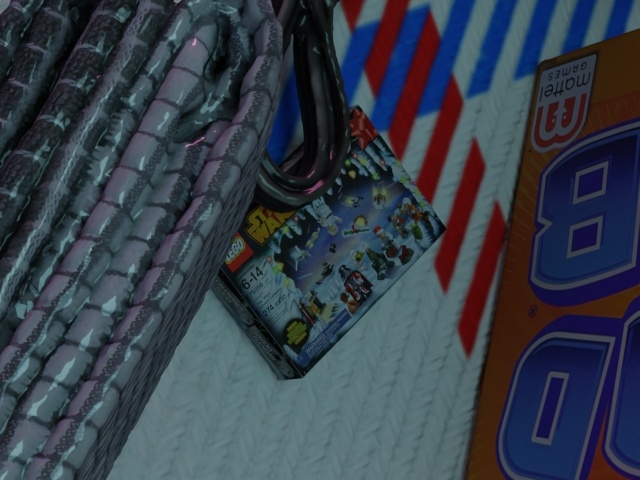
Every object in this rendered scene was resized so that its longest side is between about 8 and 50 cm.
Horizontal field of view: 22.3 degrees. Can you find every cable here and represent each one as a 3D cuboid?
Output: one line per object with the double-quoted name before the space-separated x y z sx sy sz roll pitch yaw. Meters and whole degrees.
"cable" 0.006 -0.160 0.910 0.139 0.072 0.287 36 57 -24

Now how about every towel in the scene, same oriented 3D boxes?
"towel" -0.126 0.031 0.711 0.121 0.235 0.284 27 69 1

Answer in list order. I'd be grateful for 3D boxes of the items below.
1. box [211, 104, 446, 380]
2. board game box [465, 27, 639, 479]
"box" 0.000 0.000 0.922 0.137 0.027 0.094 -45 106 -29
"board game box" 0.343 0.081 0.933 0.356 0.356 0.357 21 72 -28
